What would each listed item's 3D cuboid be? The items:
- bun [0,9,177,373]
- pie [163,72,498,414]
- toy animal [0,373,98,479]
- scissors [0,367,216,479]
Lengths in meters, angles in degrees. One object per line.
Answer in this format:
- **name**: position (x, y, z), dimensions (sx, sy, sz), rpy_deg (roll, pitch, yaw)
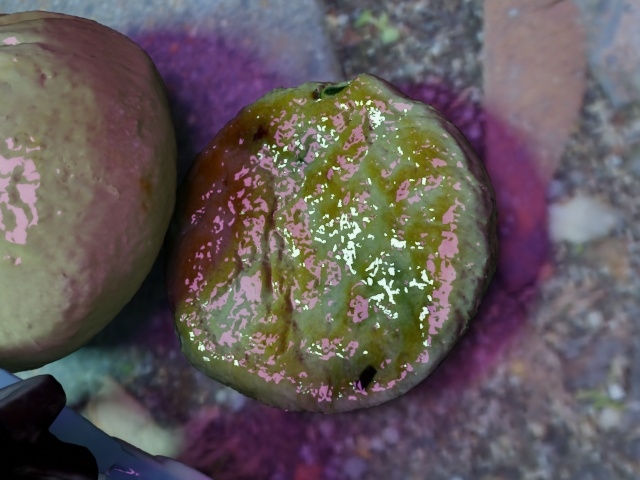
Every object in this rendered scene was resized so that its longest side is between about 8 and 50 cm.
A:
- **bun**: position (-0.180, -0.040, 0.458), dimensions (0.223, 0.127, 0.222), rpy_deg (-12, 61, 23)
- **pie**: position (0.000, 0.000, 0.442), dimensions (0.187, 0.041, 0.186), rpy_deg (-6, 73, 19)
- **toy animal**: position (-0.111, 0.159, 0.346), dimensions (0.121, 0.210, 0.117), rpy_deg (-18, 27, 31)
- **scissors**: position (-0.067, 0.126, 0.407), dimensions (0.256, 0.125, 0.030), rpy_deg (23, 62, 12)
